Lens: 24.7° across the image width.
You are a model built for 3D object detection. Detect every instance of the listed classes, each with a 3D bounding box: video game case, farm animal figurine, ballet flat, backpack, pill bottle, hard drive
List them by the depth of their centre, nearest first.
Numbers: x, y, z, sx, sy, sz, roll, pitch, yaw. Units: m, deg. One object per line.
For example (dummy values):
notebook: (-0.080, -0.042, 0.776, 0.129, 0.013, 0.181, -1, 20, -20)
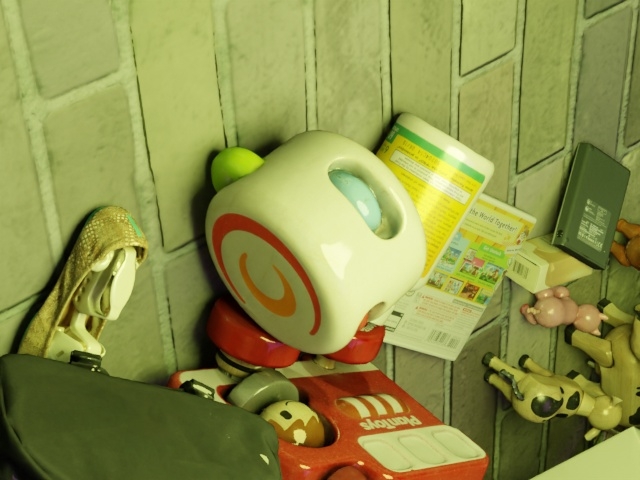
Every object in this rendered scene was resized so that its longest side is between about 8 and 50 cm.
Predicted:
ballet flat: (-0.217, 0.068, 1.330, 0.073, 0.067, 0.206, 9, 111, -49)
backpack: (-0.233, 0.307, 1.337, 0.290, 0.273, 0.355, 20, 134, -28)
pill bottle: (0.083, -0.020, 1.539, 0.117, 0.117, 0.208, 23, 100, -52)
video game case: (0.142, 0.034, 1.717, 0.227, 0.026, 0.206, 20, 103, -50)
hard drive: (0.338, -0.042, 1.814, 0.094, 0.022, 0.135, 27, 75, -39)
farm animal figurine: (0.401, 0.158, 1.960, 0.330, 0.172, 0.327, -46, 141, -11)

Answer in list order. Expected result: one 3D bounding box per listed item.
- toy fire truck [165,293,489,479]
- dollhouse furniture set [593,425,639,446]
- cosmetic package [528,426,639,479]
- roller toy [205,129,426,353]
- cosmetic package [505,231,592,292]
toy fire truck: (0.002, 0.186, 1.496, 0.302, 0.254, 0.169, 1, 116, -47)
dollhouse furniture set: (0.474, 0.294, 2.234, 0.182, 0.101, 0.161, -68, 165, 16)
cosmetic package: (0.343, 0.396, 2.004, 0.377, 0.097, 0.284, -32, 147, 23)
roller toy: (0.000, 0.000, 1.400, 0.146, 0.191, 0.209, -38, 133, -29)
cosmetic package: (0.289, 0.025, 1.835, 0.115, 0.060, 0.041, -16, 128, -41)
